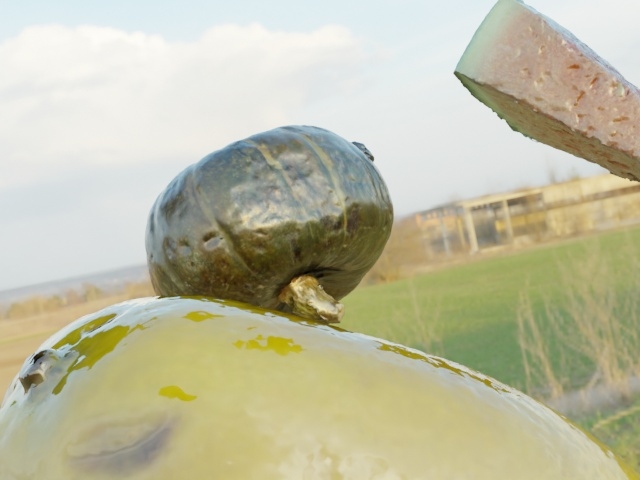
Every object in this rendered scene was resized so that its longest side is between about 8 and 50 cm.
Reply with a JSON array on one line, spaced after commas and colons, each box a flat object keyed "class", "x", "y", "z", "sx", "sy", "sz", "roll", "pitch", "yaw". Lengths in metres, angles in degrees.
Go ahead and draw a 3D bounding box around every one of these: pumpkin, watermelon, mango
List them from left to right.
[{"class": "pumpkin", "x": -0.036, "y": 0.008, "z": 0.746, "sx": 0.219, "sy": 0.162, "sz": 0.219, "roll": -31, "pitch": -17, "yaw": -10}, {"class": "mango", "x": 0.020, "y": 0.183, "z": 0.507, "sx": 0.445, "sy": 0.220, "sz": 0.301, "roll": 24, "pitch": -42, "yaw": -9}, {"class": "watermelon", "x": 0.305, "y": -0.155, "z": 1.042, "sx": 0.257, "sy": 0.139, "sz": 0.193, "roll": 42, "pitch": 16, "yaw": 35}]

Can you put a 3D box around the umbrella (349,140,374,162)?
[{"class": "umbrella", "x": 0.000, "y": 0.000, "z": 1.303, "sx": 0.090, "sy": 0.326, "sz": 0.094, "roll": 25, "pitch": -22, "yaw": -2}]
